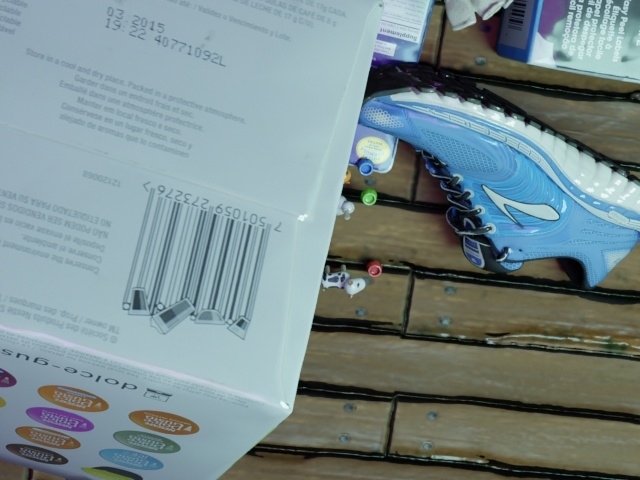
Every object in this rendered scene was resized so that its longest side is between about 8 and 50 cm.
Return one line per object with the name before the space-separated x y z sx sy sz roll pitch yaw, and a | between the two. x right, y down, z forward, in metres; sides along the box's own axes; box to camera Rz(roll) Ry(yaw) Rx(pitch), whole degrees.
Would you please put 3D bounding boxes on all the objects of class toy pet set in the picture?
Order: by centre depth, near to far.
toy pet set | 0.000 0.000 1.432 0.114 0.065 0.122 -7 118 0

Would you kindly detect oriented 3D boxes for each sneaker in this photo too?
sneaker | 0.158 -0.046 1.423 0.330 0.130 0.147 27 100 -23

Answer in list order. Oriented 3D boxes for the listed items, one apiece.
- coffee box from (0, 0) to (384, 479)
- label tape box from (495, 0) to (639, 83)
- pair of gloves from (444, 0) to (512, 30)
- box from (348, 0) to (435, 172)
coffee box | -0.188 -0.024 1.214 0.337 0.334 0.338 18 65 -12
label tape box | 0.356 -0.260 1.433 0.347 0.115 0.249 8 99 -9
pair of gloves | 0.161 -0.317 1.338 0.240 0.042 0.204 -32 85 19
box | 0.025 -0.184 1.429 0.136 0.036 0.225 13 97 -12
